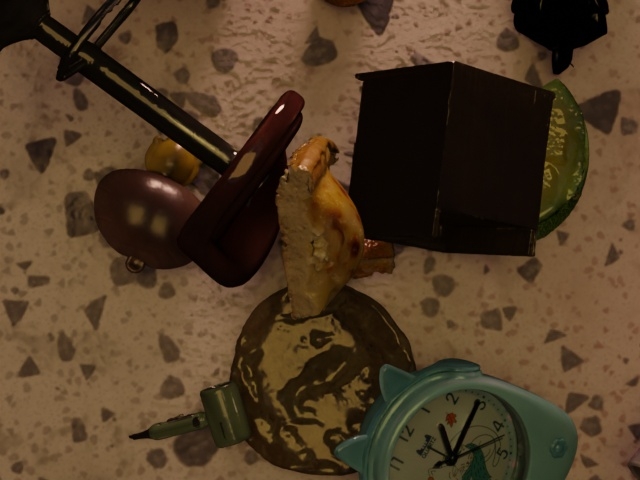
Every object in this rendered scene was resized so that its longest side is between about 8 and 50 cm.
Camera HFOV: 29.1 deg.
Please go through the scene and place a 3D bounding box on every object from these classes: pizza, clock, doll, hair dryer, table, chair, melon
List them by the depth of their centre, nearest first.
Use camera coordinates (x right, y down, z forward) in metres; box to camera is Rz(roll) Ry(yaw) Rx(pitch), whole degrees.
[{"bbox_3d":[-0.181,-0.143,1.342,0.401,0.226,0.227,37,84,-5],"label":"chair"},{"bbox_3d":[0.011,-0.029,1.367,0.080,0.204,0.188,1,114,10],"label":"pizza"},{"bbox_3d":[0.145,0.243,1.399,0.274,0.094,0.224,33,85,-21],"label":"clock"},{"bbox_3d":[0.141,-0.088,1.421,0.169,0.172,0.193,9,85,-37],"label":"table"},{"bbox_3d":[-0.160,0.219,1.461,0.150,0.047,0.071,-16,89,12],"label":"hair dryer"},{"bbox_3d":[0.000,0.000,1.477,0.175,0.046,0.134,39,53,19],"label":"pizza"},{"bbox_3d":[-0.184,-0.047,1.479,0.145,0.096,0.188,47,65,-6],"label":"doll"},{"bbox_3d":[0.286,-0.325,1.483,0.088,0.127,0.249,-19,111,-15],"label":"doll"},{"bbox_3d":[0.272,-0.096,1.506,0.117,0.064,0.210,2,81,4],"label":"melon"}]

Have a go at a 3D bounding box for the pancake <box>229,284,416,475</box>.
[{"bbox_3d":[0.002,0.170,1.475,0.241,0.050,0.242,-1,82,11],"label":"pancake"}]

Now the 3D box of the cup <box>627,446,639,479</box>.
[{"bbox_3d":[0.528,0.193,1.400,0.212,0.212,0.317,37,83,3],"label":"cup"}]

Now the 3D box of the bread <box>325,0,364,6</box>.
[{"bbox_3d":[0.029,-0.329,1.535,0.081,0.046,0.083,-27,83,-7],"label":"bread"}]
